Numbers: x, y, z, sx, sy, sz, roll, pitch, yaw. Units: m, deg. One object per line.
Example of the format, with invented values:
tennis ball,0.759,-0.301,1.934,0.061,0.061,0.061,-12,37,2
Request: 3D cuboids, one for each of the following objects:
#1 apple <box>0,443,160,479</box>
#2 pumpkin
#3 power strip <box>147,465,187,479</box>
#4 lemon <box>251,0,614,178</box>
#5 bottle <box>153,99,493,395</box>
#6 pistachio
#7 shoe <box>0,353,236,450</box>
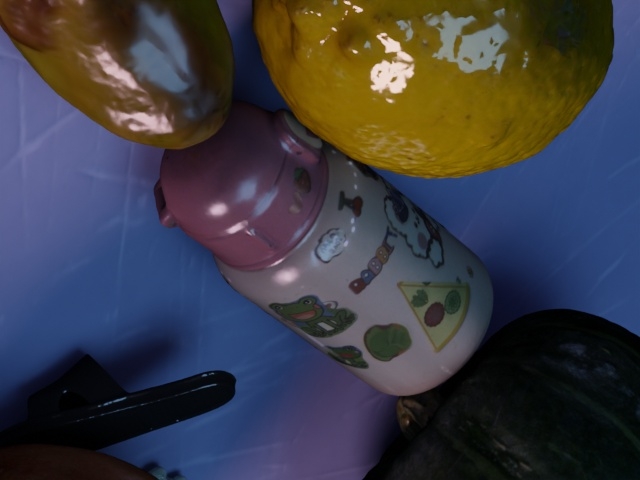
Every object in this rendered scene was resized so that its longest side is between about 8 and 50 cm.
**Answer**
apple,-0.163,0.254,1.141,0.253,0.253,0.253,-17,125,-26
pumpkin,0.128,0.182,1.300,0.207,0.300,0.300,40,92,1
power strip,-0.122,0.198,1.286,0.055,0.035,0.083,31,95,-42
lemon,0.067,-0.137,1.099,0.260,0.204,0.204,9,112,-51
bottle,0.000,0.000,1.192,0.120,0.120,0.253,-50,133,2
pistachio,-0.118,-0.136,1.049,0.189,0.100,0.110,48,63,-33
shoe,-0.134,0.099,1.205,0.159,0.053,0.062,-14,157,-1
